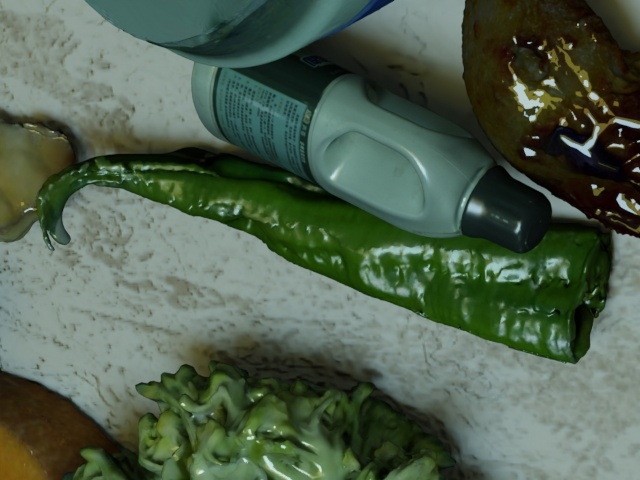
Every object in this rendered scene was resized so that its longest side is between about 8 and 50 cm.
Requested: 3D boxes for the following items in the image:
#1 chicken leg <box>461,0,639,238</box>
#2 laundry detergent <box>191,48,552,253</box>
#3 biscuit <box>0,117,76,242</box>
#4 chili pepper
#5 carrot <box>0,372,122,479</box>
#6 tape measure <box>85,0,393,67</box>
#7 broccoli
[{"bbox_3d":[0.176,-0.092,1.029,0.322,0.083,0.177,32,112,9],"label":"chicken leg"},{"bbox_3d":[0.032,-0.052,1.076,0.226,0.070,0.099,28,159,27],"label":"laundry detergent"},{"bbox_3d":[-0.259,-0.051,1.249,0.183,0.061,0.118,30,79,11],"label":"biscuit"},{"bbox_3d":[0.000,0.000,1.145,0.359,0.076,0.084,12,89,17],"label":"chili pepper"},{"bbox_3d":[-0.230,0.242,1.351,0.258,0.100,0.307,-5,100,28],"label":"carrot"},{"bbox_3d":[-0.052,-0.232,1.010,0.259,0.138,0.262,31,123,27],"label":"tape measure"},{"bbox_3d":[-0.052,0.196,1.144,0.288,0.245,0.248,-36,89,12],"label":"broccoli"}]
